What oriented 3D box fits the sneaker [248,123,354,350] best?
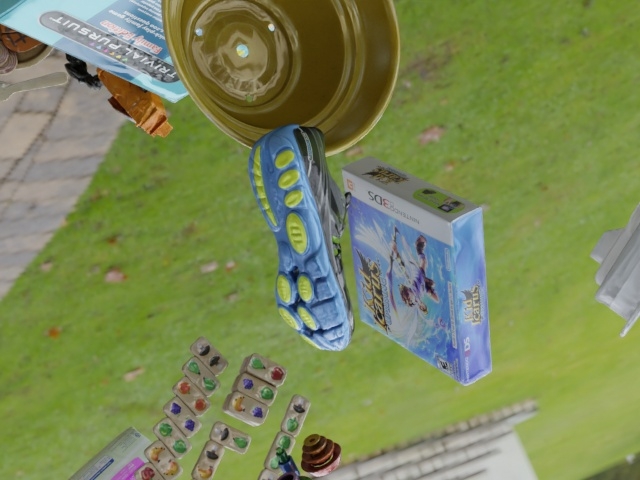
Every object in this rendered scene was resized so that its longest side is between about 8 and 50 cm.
[{"bbox_3d":[0.000,0.000,0.860,0.067,0.188,0.078,3,-157,39],"label":"sneaker"}]

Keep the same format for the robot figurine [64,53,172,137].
[{"bbox_3d":[-0.302,-0.304,1.826,0.211,0.291,0.085,-44,144,4],"label":"robot figurine"}]

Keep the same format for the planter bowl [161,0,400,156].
[{"bbox_3d":[-0.048,-0.166,0.922,0.217,0.217,0.090,-11,179,-32],"label":"planter bowl"}]

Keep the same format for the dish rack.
[{"bbox_3d":[0.360,-0.079,1.029,0.333,0.072,0.285,-32,153,-54],"label":"dish rack"}]

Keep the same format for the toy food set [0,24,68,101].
[{"bbox_3d":[-0.405,-0.281,1.443,0.132,0.192,0.038,-14,-167,-3],"label":"toy food set"}]

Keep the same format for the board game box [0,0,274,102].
[{"bbox_3d":[-0.130,-0.280,1.146,0.336,0.079,0.254,-22,152,35],"label":"board game box"}]

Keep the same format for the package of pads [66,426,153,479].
[{"bbox_3d":[-0.395,0.485,1.891,0.229,0.101,0.296,-42,163,-48],"label":"package of pads"}]

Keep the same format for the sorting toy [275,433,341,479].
[{"bbox_3d":[-0.023,0.245,1.211,0.061,0.042,0.102,0,-146,47],"label":"sorting toy"}]

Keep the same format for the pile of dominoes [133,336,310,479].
[{"bbox_3d":[-0.132,0.276,1.546,0.196,0.251,0.040,28,158,-12],"label":"pile of dominoes"}]

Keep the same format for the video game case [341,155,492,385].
[{"bbox_3d":[0.135,0.040,1.592,0.061,0.244,0.269,-24,122,-26],"label":"video game case"}]
